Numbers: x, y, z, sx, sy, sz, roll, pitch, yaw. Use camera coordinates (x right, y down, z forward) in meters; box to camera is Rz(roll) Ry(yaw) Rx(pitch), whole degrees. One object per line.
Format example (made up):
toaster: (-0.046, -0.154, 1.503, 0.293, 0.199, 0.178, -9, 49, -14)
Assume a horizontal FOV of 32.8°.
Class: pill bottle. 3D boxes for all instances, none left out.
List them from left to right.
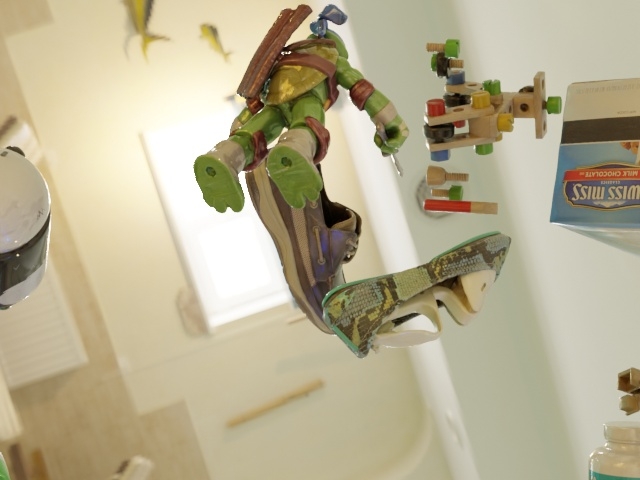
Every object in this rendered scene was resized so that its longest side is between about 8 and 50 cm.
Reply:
pill bottle: (0.554, 0.461, 1.946, 0.146, 0.146, 0.264, 163, -72, -83)

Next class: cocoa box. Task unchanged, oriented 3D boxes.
cocoa box: (0.555, -0.094, 1.691, 0.231, 0.347, 0.228, 3, -100, 46)

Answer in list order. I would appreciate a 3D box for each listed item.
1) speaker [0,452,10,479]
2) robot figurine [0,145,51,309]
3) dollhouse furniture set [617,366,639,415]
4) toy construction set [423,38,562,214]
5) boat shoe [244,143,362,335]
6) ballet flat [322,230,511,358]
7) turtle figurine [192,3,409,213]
speaker: (-0.534, 0.251, 1.472, 0.296, 0.131, 0.131, 43, -23, 34)
robot figurine: (-0.479, -0.012, 1.558, 0.209, 0.173, 0.278, 59, -29, 24)
dollhouse furniture set: (0.602, 0.310, 1.898, 0.161, 0.101, 0.182, 137, -31, -58)
toy construction set: (0.324, -0.200, 2.040, 0.257, 0.237, 0.309, 4, 91, -74)
boat shoe: (0.000, 0.000, 1.700, 0.132, 0.130, 0.355, -87, 156, -56)
ballet flat: (0.090, 0.048, 0.867, 0.070, 0.188, 0.070, 41, -39, 44)
turtle figurine: (-0.015, -0.098, 1.203, 0.266, 0.198, 0.275, -58, 169, -51)
